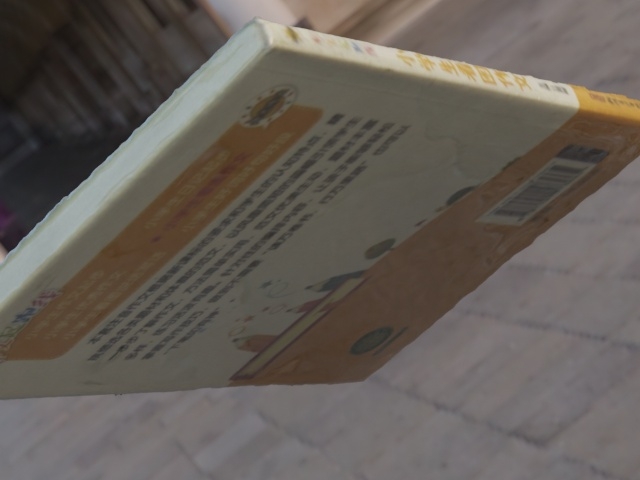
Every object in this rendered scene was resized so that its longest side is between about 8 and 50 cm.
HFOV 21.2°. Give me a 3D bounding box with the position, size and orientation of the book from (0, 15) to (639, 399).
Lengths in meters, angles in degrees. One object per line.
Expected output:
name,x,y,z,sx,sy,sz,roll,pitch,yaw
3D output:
book,0.000,0.000,0.694,0.208,0.020,0.295,-41,-24,27
